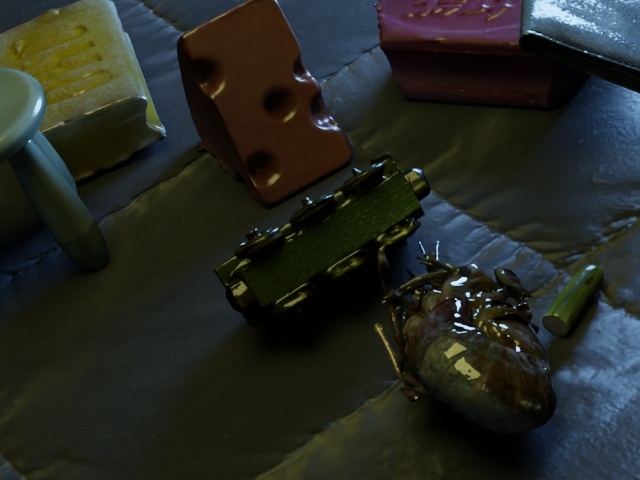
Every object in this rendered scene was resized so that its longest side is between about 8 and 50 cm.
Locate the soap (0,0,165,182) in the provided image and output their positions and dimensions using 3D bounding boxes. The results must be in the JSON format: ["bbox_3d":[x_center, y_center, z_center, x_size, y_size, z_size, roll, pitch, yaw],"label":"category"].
[{"bbox_3d":[-0.292,-0.173,2.337,0.173,0.089,0.274,-22,35,-3],"label":"soap"}]

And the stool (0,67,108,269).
[{"bbox_3d":[-0.351,-0.054,2.109,0.195,0.198,0.195,-27,37,-7],"label":"stool"}]

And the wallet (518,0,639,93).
[{"bbox_3d":[0.304,-0.208,2.007,0.222,0.036,0.167,18,40,-8],"label":"wallet"}]

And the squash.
[{"bbox_3d":[0.232,0.050,1.804,0.027,0.027,0.083,9,45,36],"label":"squash"}]

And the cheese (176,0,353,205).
[{"bbox_3d":[-0.080,-0.166,2.133,0.128,0.177,0.203,-28,35,-11],"label":"cheese"}]

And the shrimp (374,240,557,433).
[{"bbox_3d":[0.109,0.075,1.760,0.145,0.116,0.343,10,18,-17],"label":"shrimp"}]

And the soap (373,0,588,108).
[{"bbox_3d":[0.176,-0.225,2.157,0.250,0.099,0.162,5,49,33],"label":"soap"}]

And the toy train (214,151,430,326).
[{"bbox_3d":[0.000,0.000,1.916,0.225,0.090,0.137,-32,4,-12],"label":"toy train"}]
